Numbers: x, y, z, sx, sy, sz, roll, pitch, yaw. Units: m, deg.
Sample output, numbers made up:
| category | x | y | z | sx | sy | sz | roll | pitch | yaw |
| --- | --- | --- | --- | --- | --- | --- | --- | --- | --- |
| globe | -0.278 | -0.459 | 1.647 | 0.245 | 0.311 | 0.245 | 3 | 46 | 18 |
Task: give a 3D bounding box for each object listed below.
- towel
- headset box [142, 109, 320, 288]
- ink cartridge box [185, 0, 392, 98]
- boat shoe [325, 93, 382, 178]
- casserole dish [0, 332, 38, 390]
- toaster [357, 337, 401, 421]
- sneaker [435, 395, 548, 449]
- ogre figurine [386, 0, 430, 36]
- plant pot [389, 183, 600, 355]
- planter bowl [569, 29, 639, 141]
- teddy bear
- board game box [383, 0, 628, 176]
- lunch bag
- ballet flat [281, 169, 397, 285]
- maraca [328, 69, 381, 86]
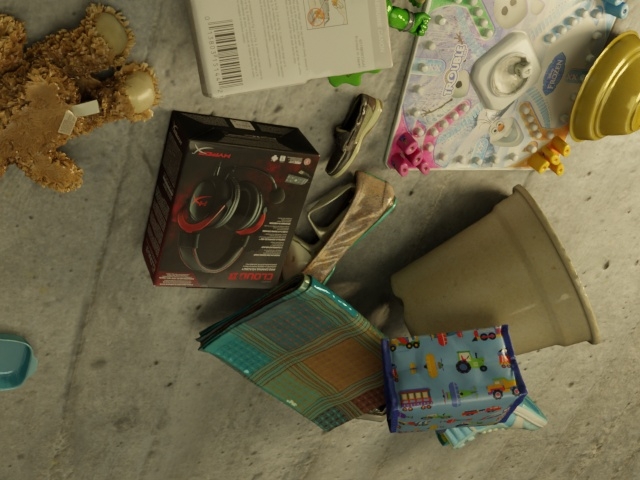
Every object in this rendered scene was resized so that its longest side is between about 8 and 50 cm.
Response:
| category | x | y | z | sx | sy | sz | roll | pitch | yaw |
| --- | --- | --- | --- | --- | --- | --- | --- | --- | --- |
| towel | -0.005 | 0.221 | 1.295 | 0.271 | 0.040 | 0.370 | -32 | 124 | 25 |
| headset box | -0.154 | -0.044 | 1.139 | 0.218 | 0.110 | 0.293 | 4 | 122 | -29 |
| ink cartridge box | -0.051 | -0.355 | 0.925 | 0.261 | 0.066 | 0.296 | -12 | 107 | -15 |
| boat shoe | 0.045 | -0.177 | 1.176 | 0.049 | 0.056 | 0.152 | 24 | 102 | -30 |
| casserole dish | -0.572 | 0.196 | 1.170 | 0.189 | 0.037 | 0.114 | 9 | 120 | -29 |
| toaster | 0.089 | 0.293 | 1.497 | 0.168 | 0.110 | 0.185 | 18 | 114 | -34 |
| sneaker | 0.402 | 0.442 | 1.743 | 0.319 | 0.127 | 0.208 | 30 | 106 | -27 |
| ogre figurine | 0.110 | -0.396 | 1.018 | 0.118 | 0.097 | 0.197 | -17 | 141 | -28 |
| plant pot | 0.314 | 0.107 | 1.356 | 0.306 | 0.333 | 0.333 | -26 | 131 | 8 |
| planter bowl | 0.554 | -0.260 | 1.274 | 0.217 | 0.090 | 0.217 | -32 | 142 | -30 |
| teddy bear | -0.384 | -0.184 | 0.951 | 0.338 | 0.113 | 0.245 | -44 | 137 | 0 |
| board game box | 0.333 | -0.288 | 1.227 | 0.390 | 0.050 | 0.389 | -3 | 125 | -23 |
| lunch bag | 0.230 | 0.290 | 1.272 | 0.221 | 0.138 | 0.293 | -7 | 144 | 1 |
| ballet flat | 0.000 | 0.000 | 1.265 | 0.106 | 0.107 | 0.316 | 38 | 98 | -18 |
| maraca | 0.014 | -0.291 | 1.042 | 0.127 | 0.099 | 0.186 | -25 | 141 | 36 |
